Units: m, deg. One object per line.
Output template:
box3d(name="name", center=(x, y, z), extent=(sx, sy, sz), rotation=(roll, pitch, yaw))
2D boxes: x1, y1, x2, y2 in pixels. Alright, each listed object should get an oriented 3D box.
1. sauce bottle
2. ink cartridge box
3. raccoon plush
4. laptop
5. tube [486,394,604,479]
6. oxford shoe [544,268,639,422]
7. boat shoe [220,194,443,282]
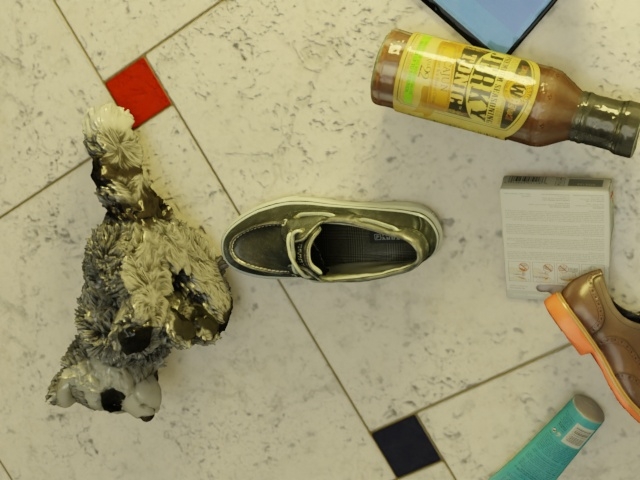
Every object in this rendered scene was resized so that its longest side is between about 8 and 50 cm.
box3d(name="sauce bottle", center=(0.239, -0.185, 1.437), extent=(0.344, 0.111, 0.111), rotation=(15, 111, 14))
box3d(name="ink cartridge box", center=(0.321, -0.001, 1.511), extent=(0.145, 0.045, 0.179), rotation=(3, 125, 19))
box3d(name="raccoon plush", center=(-0.314, 0.053, 1.720), extent=(0.299, 0.216, 0.446), rotation=(-29, 65, 39))
box3d(name="laptop", center=(0.205, -0.377, 1.374), extent=(0.234, 0.264, 0.136), rotation=(41, 79, 4))
box3d(name="tube", center=(0.322, 0.306, 1.592), extent=(0.080, 0.052, 0.207), rotation=(39, 120, 11))
box3d(name="oxford shoe", center=(0.418, 0.159, 1.486), extent=(0.098, 0.097, 0.271), rotation=(-39, 96, 12))
box3d(name="boat shoe", center=(0.000, 0.000, 1.575), extent=(0.335, 0.119, 0.121), rotation=(-7, 104, 22))
